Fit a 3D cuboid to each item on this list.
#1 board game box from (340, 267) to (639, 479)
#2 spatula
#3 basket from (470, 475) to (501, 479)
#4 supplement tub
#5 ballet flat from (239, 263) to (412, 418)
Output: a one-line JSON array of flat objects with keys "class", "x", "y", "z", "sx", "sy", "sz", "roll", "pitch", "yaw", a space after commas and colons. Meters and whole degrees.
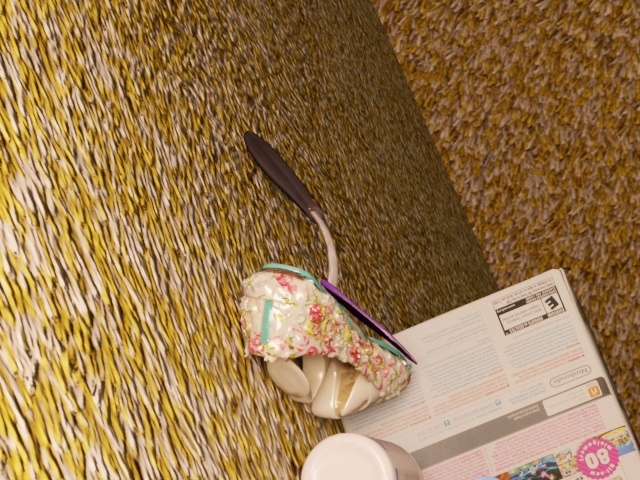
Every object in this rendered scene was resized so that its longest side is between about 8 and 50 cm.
[{"class": "board game box", "x": 0.160, "y": 0.206, "z": 1.251, "sx": 0.097, "sy": 0.224, "sz": 0.303, "roll": 50, "pitch": 20, "yaw": -63}, {"class": "spatula", "x": 0.000, "y": 0.000, "z": 1.296, "sx": 0.084, "sy": 0.030, "sz": 0.296, "roll": 46, "pitch": 10, "yaw": -51}, {"class": "basket", "x": 0.034, "y": 0.236, "z": 0.554, "sx": 0.289, "sy": 0.201, "sz": 0.254, "roll": -11, "pitch": 76, "yaw": -47}, {"class": "supplement tub", "x": 0.032, "y": 0.179, "z": 1.103, "sx": 0.071, "sy": 0.071, "sz": 0.107, "roll": 69, "pitch": 11, "yaw": 17}, {"class": "ballet flat", "x": -0.001, "y": 0.093, "z": 1.157, "sx": 0.241, "sy": 0.091, "sz": 0.077, "roll": 43, "pitch": 56, "yaw": -55}]
